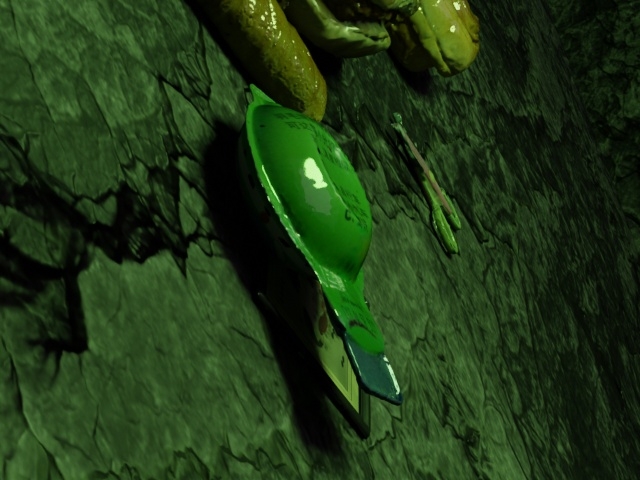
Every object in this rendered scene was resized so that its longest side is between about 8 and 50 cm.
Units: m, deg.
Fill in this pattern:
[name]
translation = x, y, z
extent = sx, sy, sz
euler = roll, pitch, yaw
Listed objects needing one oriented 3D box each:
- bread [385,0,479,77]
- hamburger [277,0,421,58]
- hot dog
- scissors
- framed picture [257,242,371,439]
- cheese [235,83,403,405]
[bread]
translation = 0.139, -0.339, 2.172
extent = 0.236, 0.120, 0.198
euler = 61, 18, -12
[hamburger]
translation = 0.013, -0.336, 1.794
extent = 0.259, 0.145, 0.283
euler = 64, 22, 10
[hot dog]
translation = -0.074, -0.220, 1.541
extent = 0.286, 0.061, 0.087
euler = 47, 37, -40
[scissors]
translation = 0.137, -0.079, 1.992
extent = 0.187, 0.020, 0.133
euler = 61, 15, -16
[framed picture]
translation = -0.005, 0.056, 1.447
extent = 0.199, 0.010, 0.195
euler = 53, 22, -30
[cheese]
translation = 0.000, 0.000, 1.384
extent = 0.204, 0.083, 0.320
euler = 32, 34, -61
